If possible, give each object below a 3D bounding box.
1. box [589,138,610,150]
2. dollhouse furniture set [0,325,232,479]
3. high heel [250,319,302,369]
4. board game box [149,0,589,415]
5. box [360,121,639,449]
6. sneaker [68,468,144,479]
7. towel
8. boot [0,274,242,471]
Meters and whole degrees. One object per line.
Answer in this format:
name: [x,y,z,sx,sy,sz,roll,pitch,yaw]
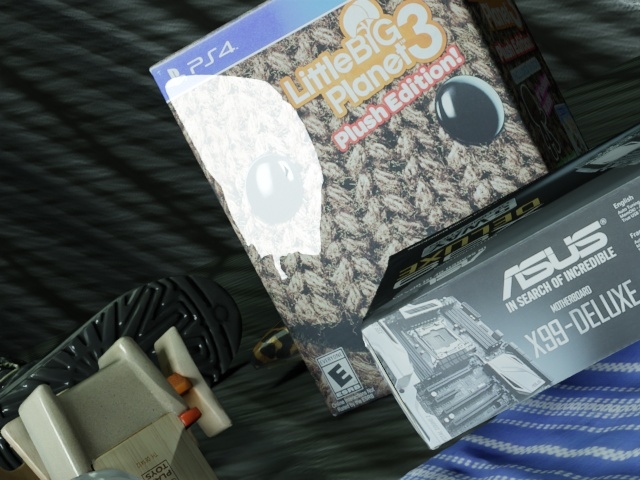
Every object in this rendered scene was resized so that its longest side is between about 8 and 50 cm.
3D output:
box: [0.260,-0.042,1.067,0.067,0.063,0.324,-26,5,5]
dollhouse furniture set: [-0.174,0.180,0.998,0.262,0.135,0.259,-31,-6,-32]
high heel: [0.000,0.000,1.320,0.261,0.186,0.093,-31,6,-33]
board game box: [0.059,-0.058,1.005,0.232,0.291,0.141,-26,5,23]
box: [0.178,-0.013,0.762,0.307,0.076,0.242,-29,3,10]
sneaker: [-0.164,0.201,0.721,0.262,0.099,0.121,-33,11,-36]
towel: [0.080,0.113,0.601,0.336,0.040,0.243,-30,5,-22]
boot: [-0.272,0.158,1.500,0.348,0.131,0.260,-31,6,-24]
